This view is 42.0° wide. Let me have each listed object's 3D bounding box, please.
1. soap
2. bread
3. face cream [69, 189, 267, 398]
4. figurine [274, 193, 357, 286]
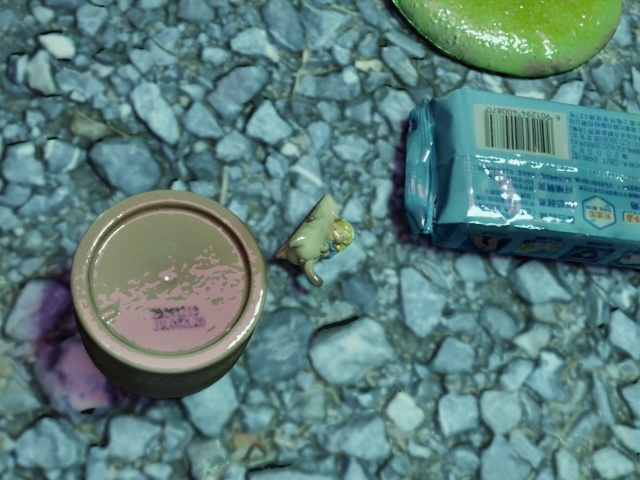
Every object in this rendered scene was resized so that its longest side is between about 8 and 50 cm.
[{"bbox_3d":[0.225,-0.059,0.809,0.293,0.077,0.156,8,68,-9],"label":"soap"},{"bbox_3d":[0.201,-0.317,0.925,0.302,0.045,0.301,4,68,-10],"label":"bread"},{"bbox_3d":[-0.123,0.045,0.674,0.149,0.104,0.149,4,68,-11],"label":"face cream"},{"bbox_3d":[0.000,0.000,0.758,0.050,0.047,0.083,44,58,-10],"label":"figurine"}]
